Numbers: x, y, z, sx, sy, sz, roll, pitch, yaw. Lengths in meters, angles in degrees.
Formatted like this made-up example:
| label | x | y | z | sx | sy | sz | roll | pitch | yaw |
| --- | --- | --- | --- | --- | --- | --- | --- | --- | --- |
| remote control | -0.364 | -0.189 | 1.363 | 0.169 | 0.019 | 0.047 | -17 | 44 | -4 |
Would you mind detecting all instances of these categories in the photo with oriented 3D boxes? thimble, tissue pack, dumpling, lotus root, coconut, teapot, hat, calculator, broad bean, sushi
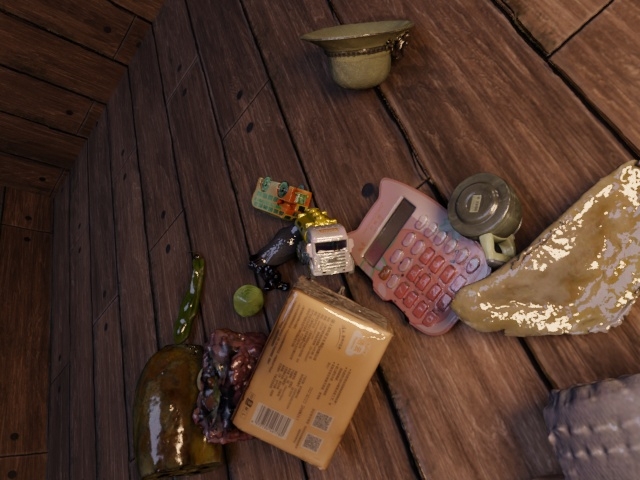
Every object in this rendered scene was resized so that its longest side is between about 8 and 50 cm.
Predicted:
| label | x | y | z | sx | sy | sz | roll | pitch | yaw |
| --- | --- | --- | --- | --- | --- | --- | --- | --- | --- |
| thimble | 0.386 | 0.226 | 0.513 | 0.236 | 0.205 | 0.172 | -24 | 62 | 31 |
| tissue pack | -0.010 | 0.248 | 0.961 | 0.239 | 0.239 | 0.305 | 35 | 104 | 46 |
| dumpling | 0.363 | 0.048 | 0.679 | 0.332 | 0.086 | 0.166 | -43 | 78 | 21 |
| lotus root | -0.376 | 0.446 | 1.253 | 0.251 | 0.251 | 0.345 | -30 | 55 | 38 |
| coconut | -0.191 | 0.159 | 1.242 | 0.096 | 0.088 | 0.087 | -168 | 93 | -77 |
| teapot | 0.290 | -0.034 | 0.767 | 0.111 | 0.108 | 0.149 | -51 | 42 | 22 |
| hat | 0.086 | -0.412 | 1.060 | 0.257 | 0.257 | 0.130 | 29 | 136 | 47 |
| calculator | 0.184 | 0.031 | 0.910 | 0.220 | 0.048 | 0.329 | -56 | 48 | 18 |
| broad bean | -0.417 | 0.184 | 1.500 | 0.098 | 0.056 | 0.317 | -19 | 60 | 49 |
| sushi | -0.207 | 0.351 | 1.136 | 0.237 | 0.171 | 0.269 | 0 | 80 | 46 |

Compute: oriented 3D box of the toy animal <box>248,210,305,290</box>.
| label | x | y | z | sx | sy | sz | roll | pitch | yaw |
| --- | --- | --- | --- | --- | --- | --- | --- | --- | --- |
| toy animal | -0.108 | 0.012 | 1.173 | 0.210 | 0.117 | 0.121 | -62 | 37 | 17 |

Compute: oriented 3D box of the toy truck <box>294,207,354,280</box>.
| label | x | y | z | sx | sy | sz | roll | pitch | yaw |
| --- | --- | --- | --- | --- | --- | --- | --- | --- | --- |
| toy truck | 0.000 | 0.000 | 1.006 | 0.227 | 0.098 | 0.113 | -129 | 32 | -72 |

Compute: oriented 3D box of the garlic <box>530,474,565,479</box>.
| label | x | y | z | sx | sy | sz | roll | pitch | yaw |
| --- | --- | --- | --- | --- | --- | --- | --- | --- | --- |
| garlic | 0.354 | 0.401 | 0.586 | 0.129 | 0.148 | 0.267 | -39 | 37 | -15 |

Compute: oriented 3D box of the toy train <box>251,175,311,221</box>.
| label | x | y | z | sx | sy | sz | roll | pitch | yaw |
| --- | --- | --- | --- | --- | --- | --- | --- | --- | --- |
| toy train | -0.107 | -0.112 | 1.242 | 0.188 | 0.072 | 0.099 | 21 | 100 | 47 |
